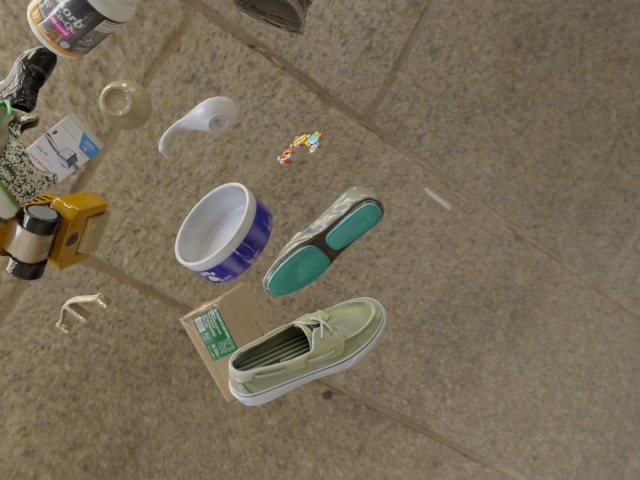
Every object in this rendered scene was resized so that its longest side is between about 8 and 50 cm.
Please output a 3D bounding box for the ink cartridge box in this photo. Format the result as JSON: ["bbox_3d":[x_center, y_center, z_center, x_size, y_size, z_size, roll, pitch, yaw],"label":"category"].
[{"bbox_3d":[-0.808,-0.288,1.669,0.191,0.082,0.139,-37,114,6],"label":"ink cartridge box"}]

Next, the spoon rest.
[{"bbox_3d":[-0.386,-0.363,1.663,0.277,0.137,0.084,-30,61,3],"label":"spoon rest"}]

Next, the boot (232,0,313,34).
[{"bbox_3d":[-0.050,-0.560,1.017,0.138,0.377,0.284,20,105,0],"label":"boot"}]

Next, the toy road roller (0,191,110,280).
[{"bbox_3d":[-0.803,-0.054,1.519,0.241,0.329,0.202,31,109,10],"label":"toy road roller"}]

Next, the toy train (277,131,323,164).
[{"bbox_3d":[-0.056,-0.295,1.738,0.046,0.167,0.125,47,50,-36],"label":"toy train"}]

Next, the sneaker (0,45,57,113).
[{"bbox_3d":[-0.863,-0.438,1.561,0.124,0.107,0.283,38,84,19],"label":"sneaker"}]

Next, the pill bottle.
[{"bbox_3d":[-0.533,-0.557,1.229,0.279,0.162,0.162,-21,103,30],"label":"pill bottle"}]

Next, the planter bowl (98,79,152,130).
[{"bbox_3d":[-0.632,-0.437,1.686,0.162,0.109,0.161,-1,97,-5],"label":"planter bowl"}]

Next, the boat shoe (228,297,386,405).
[{"bbox_3d":[-0.013,0.175,0.890,0.303,0.109,0.094,-27,145,-20],"label":"boat shoe"}]

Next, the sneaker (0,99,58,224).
[{"bbox_3d":[-0.688,-0.247,1.096,0.182,0.158,0.409,-29,103,-23],"label":"sneaker"}]

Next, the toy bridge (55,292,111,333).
[{"bbox_3d":[-0.584,0.169,1.270,0.188,0.026,0.063,-29,118,28],"label":"toy bridge"}]

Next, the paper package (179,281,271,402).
[{"bbox_3d":[-0.282,0.335,1.786,0.168,0.309,0.324,-28,91,7],"label":"paper package"}]

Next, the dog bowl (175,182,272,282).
[{"bbox_3d":[-0.261,-0.021,1.426,0.264,0.265,0.104,-53,130,-8],"label":"dog bowl"}]

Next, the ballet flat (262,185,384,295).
[{"bbox_3d":[0.000,0.000,0.781,0.213,0.068,0.072,-39,127,5],"label":"ballet flat"}]
